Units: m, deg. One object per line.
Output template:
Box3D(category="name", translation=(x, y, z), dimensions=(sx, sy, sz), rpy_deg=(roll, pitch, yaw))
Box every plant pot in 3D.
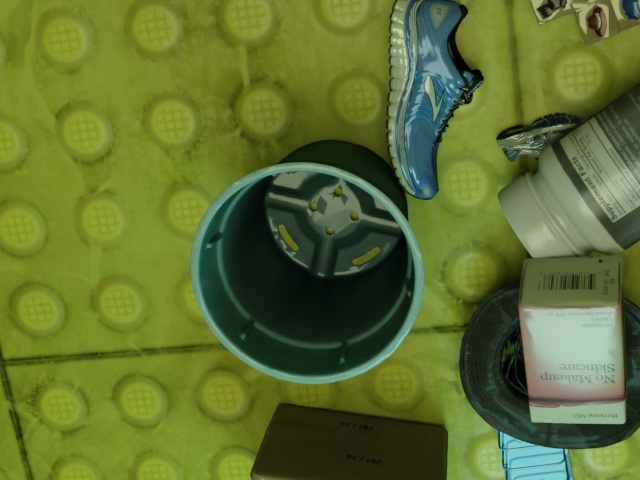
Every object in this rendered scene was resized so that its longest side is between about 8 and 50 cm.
Box3D(category="plant pot", translation=(0.000, 0.000, 1.756), dimensions=(0.341, 0.334, 0.341), rpy_deg=(2, 109, 7))

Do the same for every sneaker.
Box3D(category="sneaker", translation=(0.182, -0.222, 1.762), dimensions=(0.147, 0.130, 0.330), rpy_deg=(3, 109, 10))
Box3D(category="sneaker", translation=(0.357, -0.164, 1.802), dimensions=(0.135, 0.052, 0.058), rpy_deg=(-14, 116, 21))

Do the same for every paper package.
Box3D(category="paper package", translation=(0.054, 0.428, 1.905), dimensions=(0.325, 0.309, 0.168), rpy_deg=(6, 105, 6))

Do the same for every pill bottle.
Box3D(category="pill bottle", translation=(0.469, -0.106, 1.718), dimensions=(0.361, 0.204, 0.204), rpy_deg=(-35, 100, 18))

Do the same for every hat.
Box3D(category="hat", translation=(0.405, 0.193, 1.869), dimensions=(0.331, 0.134, 0.331), rpy_deg=(4, 105, 15))

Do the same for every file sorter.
Box3D(category="file sorter", translation=(0.380, 0.407, 1.957), dimensions=(0.118, 0.104, 0.170), rpy_deg=(-10, 106, 11))

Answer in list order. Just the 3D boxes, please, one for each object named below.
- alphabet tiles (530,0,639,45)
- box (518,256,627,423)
Box3D(category="alphabet tiles", translation=(0.464, -0.469, 1.678), dimensions=(0.343, 0.011, 0.285), rpy_deg=(-21, 106, 8))
Box3D(category="box", translation=(0.385, 0.152, 1.688), dimensions=(0.149, 0.127, 0.232), rpy_deg=(-2, 124, 16))
